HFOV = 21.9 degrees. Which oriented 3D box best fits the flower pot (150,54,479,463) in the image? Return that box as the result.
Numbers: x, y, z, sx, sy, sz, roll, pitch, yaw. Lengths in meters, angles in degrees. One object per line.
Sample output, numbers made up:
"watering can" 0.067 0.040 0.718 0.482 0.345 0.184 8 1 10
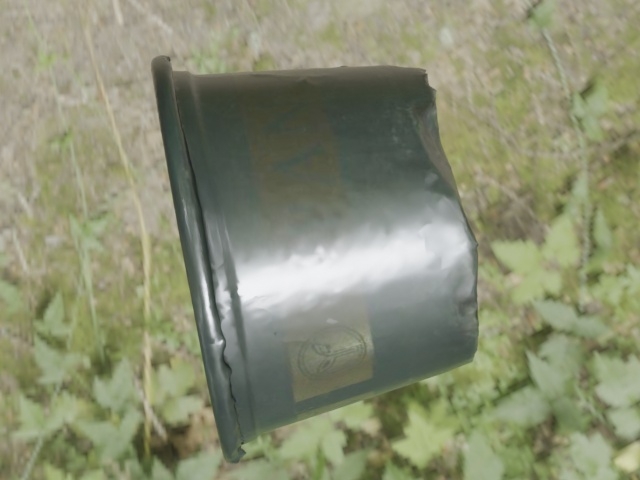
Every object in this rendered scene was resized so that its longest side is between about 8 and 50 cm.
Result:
"flower pot" 0.000 0.000 0.633 0.107 0.157 0.157 -9 122 -3
